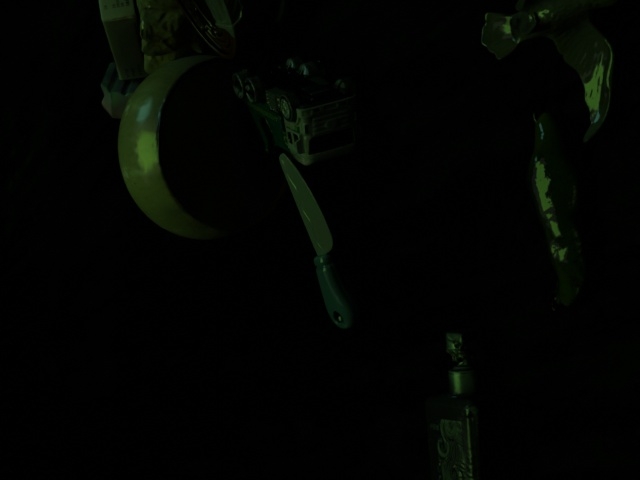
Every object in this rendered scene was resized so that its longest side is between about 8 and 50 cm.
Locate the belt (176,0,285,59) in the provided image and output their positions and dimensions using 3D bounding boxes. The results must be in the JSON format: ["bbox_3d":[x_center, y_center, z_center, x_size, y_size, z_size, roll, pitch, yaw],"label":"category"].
[{"bbox_3d":[-0.155,-0.385,1.764,0.261,0.105,0.184,59,164,-16],"label":"belt"}]

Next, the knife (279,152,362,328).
[{"bbox_3d":[0.001,0.001,1.637,0.058,0.032,0.244,1,113,59],"label":"knife"}]

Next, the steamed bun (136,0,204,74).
[{"bbox_3d":[-0.224,-0.418,1.975,0.295,0.137,0.292,-102,11,-51],"label":"steamed bun"}]

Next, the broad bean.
[{"bbox_3d":[0.231,-0.027,1.221,0.061,0.046,0.195,1,98,61],"label":"broad bean"}]

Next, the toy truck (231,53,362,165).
[{"bbox_3d":[-0.029,-0.166,1.669,0.216,0.110,0.116,36,139,56],"label":"toy truck"}]

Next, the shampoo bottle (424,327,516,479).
[{"bbox_3d":[0.167,0.251,1.382,0.098,0.071,0.309,174,92,-67],"label":"shampoo bottle"}]

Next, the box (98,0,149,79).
[{"bbox_3d":[-0.361,-0.486,2.225,0.214,0.069,0.353,91,170,-69],"label":"box"}]

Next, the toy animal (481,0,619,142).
[{"bbox_3d":[0.222,-0.205,1.150,0.155,0.095,0.219,141,119,-65],"label":"toy animal"}]

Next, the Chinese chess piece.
[{"bbox_3d":[-0.158,-0.129,1.762,0.104,0.257,0.257,-3,92,47],"label":"Chinese chess piece"}]

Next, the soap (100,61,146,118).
[{"bbox_3d":[-0.344,-0.269,2.291,0.149,0.100,0.056,-90,2,-60],"label":"soap"}]
